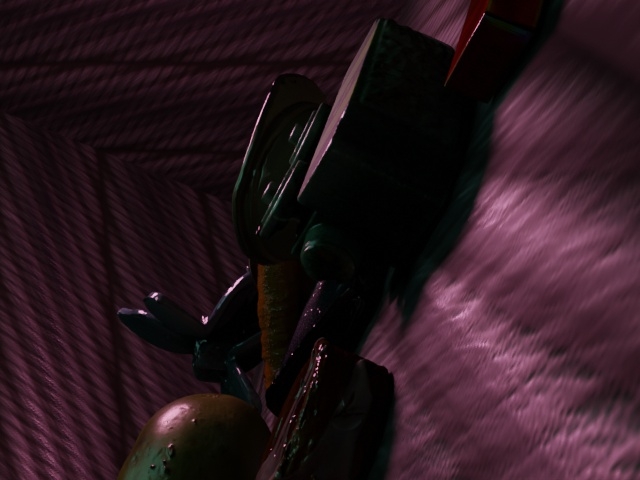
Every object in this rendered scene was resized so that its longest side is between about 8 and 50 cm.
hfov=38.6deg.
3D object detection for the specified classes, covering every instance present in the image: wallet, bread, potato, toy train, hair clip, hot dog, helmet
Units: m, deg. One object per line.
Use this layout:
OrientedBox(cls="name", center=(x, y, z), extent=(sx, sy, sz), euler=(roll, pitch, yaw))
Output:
OrientedBox(cls="wallet", center=(0.024, 0.085, 1.187), extent=(0.262, 0.071, 0.221), euler=(-61, 2, 39))
OrientedBox(cls="bread", center=(0.001, 0.170, 0.797), extent=(0.160, 0.073, 0.160), euler=(-157, 90, -84))
OrientedBox(cls="potato", center=(-0.170, 0.354, 1.230), extent=(0.216, 0.216, 0.304), euler=(118, 163, -64))
OrientedBox(cls="toy train", center=(0.052, -0.094, 0.980), extent=(0.238, 0.167, 0.299), euler=(-58, 10, 41))
OrientedBox(cls="hair clip", center=(-0.148, 0.164, 1.642), extent=(0.238, 0.392, 0.318), euler=(-41, -9, -23))
OrientedBox(cls="hot dog", center=(-0.058, 0.116, 1.352), extent=(0.083, 0.068, 0.289), euler=(-140, 49, -76))
OrientedBox(cls="helmet", center=(0.004, -0.081, 1.177), extent=(0.204, 0.137, 0.257), euler=(23, -99, -57))

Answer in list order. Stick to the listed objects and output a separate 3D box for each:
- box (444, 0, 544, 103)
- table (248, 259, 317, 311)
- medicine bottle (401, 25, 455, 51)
OrientedBox(cls="box", center=(0.170, -0.225, 0.825), extent=(0.112, 0.048, 0.175), euler=(114, 176, -65))
OrientedBox(cls="table", center=(0.000, 0.000, 1.439), extent=(0.226, 0.167, 0.167), euler=(-48, 19, 56))
OrientedBox(cls="medicine bottle", center=(0.095, -0.162, 1.272), extent=(0.095, 0.095, 0.260), euler=(-77, 11, -71))
